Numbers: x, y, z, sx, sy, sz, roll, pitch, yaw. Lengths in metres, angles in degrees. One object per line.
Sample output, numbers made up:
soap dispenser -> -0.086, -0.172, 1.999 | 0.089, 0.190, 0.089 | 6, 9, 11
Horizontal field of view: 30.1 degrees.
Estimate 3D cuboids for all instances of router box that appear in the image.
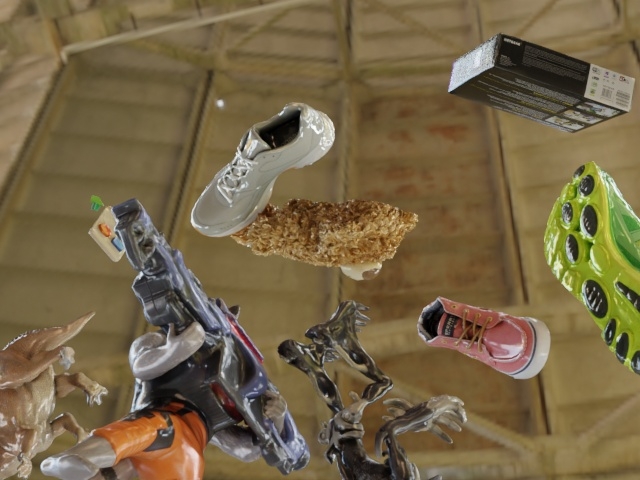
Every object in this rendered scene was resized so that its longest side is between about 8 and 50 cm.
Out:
router box -> 0.258, -0.183, 1.405 | 0.179, 0.046, 0.133 | 16, 169, -15

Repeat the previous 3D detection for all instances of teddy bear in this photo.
teddy bear -> 0.000, 0.000, 1.837 | 0.338, 0.245, 0.113 | 6, -97, 36

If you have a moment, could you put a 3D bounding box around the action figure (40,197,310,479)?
action figure -> -0.166, 0.143, 1.119 | 0.178, 0.341, 0.330 | -17, -156, 27

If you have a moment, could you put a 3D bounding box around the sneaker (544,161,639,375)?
sneaker -> 0.328, 0.037, 1.248 | 0.123, 0.109, 0.295 | 14, -142, -29

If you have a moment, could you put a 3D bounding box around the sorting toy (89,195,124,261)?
sorting toy -> -0.283, -0.020, 1.574 | 0.012, 0.083, 0.062 | -24, -156, 32

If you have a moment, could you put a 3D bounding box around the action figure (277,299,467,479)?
action figure -> 0.061, 0.194, 1.114 | 0.141, 0.164, 0.275 | 3, -129, -35

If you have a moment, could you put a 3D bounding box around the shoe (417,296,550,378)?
shoe -> 0.163, 0.099, 1.226 | 0.081, 0.063, 0.178 | 14, 178, -16

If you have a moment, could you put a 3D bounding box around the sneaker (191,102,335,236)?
sneaker -> -0.104, -0.116, 1.776 | 0.262, 0.121, 0.099 | -43, -114, 4

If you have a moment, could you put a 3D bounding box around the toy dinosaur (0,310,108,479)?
toy dinosaur -> -0.416, 0.219, 1.621 | 0.200, 0.127, 0.295 | 8, -104, 30
